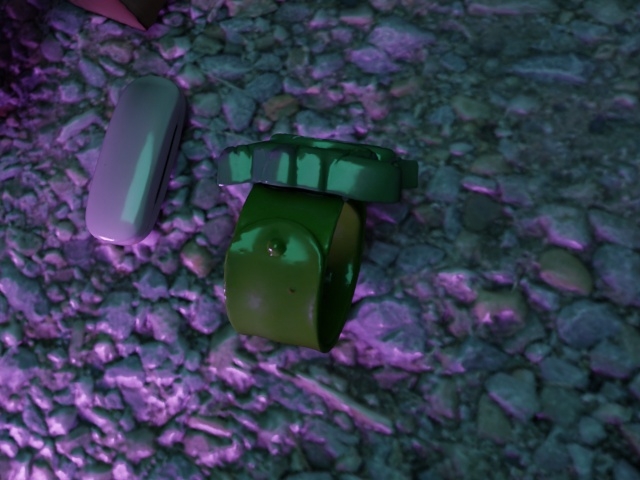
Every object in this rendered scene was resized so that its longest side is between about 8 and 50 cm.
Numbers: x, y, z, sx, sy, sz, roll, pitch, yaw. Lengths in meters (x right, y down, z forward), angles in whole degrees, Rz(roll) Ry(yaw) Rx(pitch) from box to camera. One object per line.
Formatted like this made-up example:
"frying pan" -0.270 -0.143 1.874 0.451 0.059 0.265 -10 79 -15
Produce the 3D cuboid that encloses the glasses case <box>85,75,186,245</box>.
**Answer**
"glasses case" -0.170 -0.076 0.505 0.063 0.041 0.164 9 78 13

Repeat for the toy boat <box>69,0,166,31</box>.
"toy boat" -0.244 -0.279 0.535 0.188 0.116 0.061 26 89 17

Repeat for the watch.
"watch" 0.000 0.000 0.412 0.131 0.165 0.152 8 103 13
